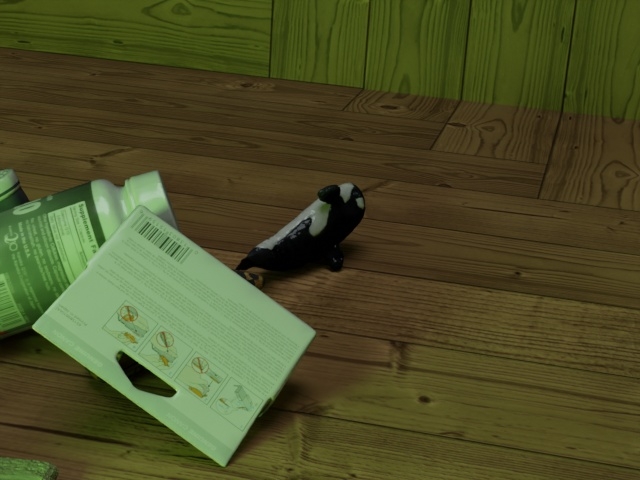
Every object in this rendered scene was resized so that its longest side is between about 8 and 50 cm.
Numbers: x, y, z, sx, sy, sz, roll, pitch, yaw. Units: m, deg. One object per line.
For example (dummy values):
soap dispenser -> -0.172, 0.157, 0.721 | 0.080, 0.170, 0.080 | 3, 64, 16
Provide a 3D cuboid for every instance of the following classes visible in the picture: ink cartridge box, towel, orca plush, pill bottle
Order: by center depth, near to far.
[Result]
towel -> -0.354, 0.256, 1.297 | 0.148, 0.027, 0.110 | 3, 19, 3
ink cartridge box -> -0.172, 0.117, 1.487 | 0.275, 0.060, 0.239 | 36, 48, -1
pill bottle -> -0.327, 0.014, 1.656 | 0.283, 0.161, 0.161 | -19, 23, -4
orca plush -> 0.000, 0.000, 1.965 | 0.102, 0.151, 0.287 | 43, 28, 11

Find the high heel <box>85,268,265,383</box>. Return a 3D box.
high heel -> -0.178, 0.112, 1.610 | 0.261, 0.093, 0.186 | -18, 18, -11

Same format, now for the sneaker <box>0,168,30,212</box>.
sneaker -> -0.558, 0.023, 1.791 | 0.321, 0.127, 0.126 | -27, 21, -10
